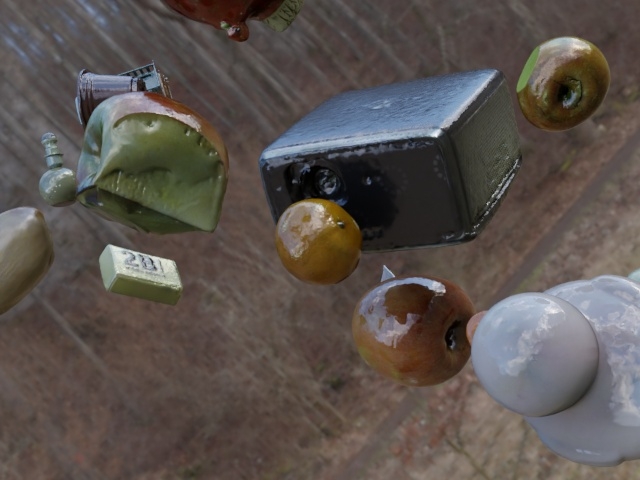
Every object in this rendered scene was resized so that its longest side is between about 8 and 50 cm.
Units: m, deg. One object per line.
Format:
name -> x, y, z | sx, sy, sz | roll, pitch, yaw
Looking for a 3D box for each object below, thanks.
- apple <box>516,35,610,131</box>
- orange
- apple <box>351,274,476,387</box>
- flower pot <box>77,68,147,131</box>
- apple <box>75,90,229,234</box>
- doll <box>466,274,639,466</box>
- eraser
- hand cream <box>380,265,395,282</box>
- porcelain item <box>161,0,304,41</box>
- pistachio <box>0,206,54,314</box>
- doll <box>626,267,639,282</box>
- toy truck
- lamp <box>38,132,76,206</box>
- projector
apple -> 0.288, -0.185, 1.222 | 0.102, 0.099, 0.114 | -81, 11, -67
orange -> 0.000, 0.000, 1.743 | 0.156, 0.156, 0.124 | -40, -4, -45
apple -> 0.189, 0.178, 2.112 | 0.253, 0.253, 0.253 | -46, -8, -8
flower pot -> -0.307, -0.207, 1.553 | 0.089, 0.111, 0.111 | -6, -6, 4
apple -> -0.222, -0.098, 1.380 | 0.188, 0.173, 0.207 | 11, -49, -26
doll -> 0.275, 0.133, 1.105 | 0.221, 0.251, 0.221 | -36, -42, -41
eraser -> -0.398, 0.077, 2.293 | 0.172, 0.117, 0.058 | 16, -60, -33
hand cream -> 0.150, 0.159, 2.450 | 0.038, 0.052, 0.216 | -44, -28, -48
porcelain item -> -0.139, -0.399, 1.556 | 0.253, 0.253, 0.253 | -46, -8, -8
pistachio -> -0.561, 0.036, 1.833 | 0.215, 0.144, 0.144 | -54, -7, -7
doll -> 0.653, 0.132, 1.997 | 0.113, 0.155, 0.275 | 79, -150, -51
toy truck -> -0.372, -0.260, 1.928 | 0.178, 0.080, 0.115 | -18, -17, 2
lamp -> -0.573, -0.155, 2.236 | 0.091, 0.163, 0.091 | -15, -8, -2
projector -> 0.146, -0.147, 1.955 | 0.395, 0.242, 0.405 | -7, 22, 28
